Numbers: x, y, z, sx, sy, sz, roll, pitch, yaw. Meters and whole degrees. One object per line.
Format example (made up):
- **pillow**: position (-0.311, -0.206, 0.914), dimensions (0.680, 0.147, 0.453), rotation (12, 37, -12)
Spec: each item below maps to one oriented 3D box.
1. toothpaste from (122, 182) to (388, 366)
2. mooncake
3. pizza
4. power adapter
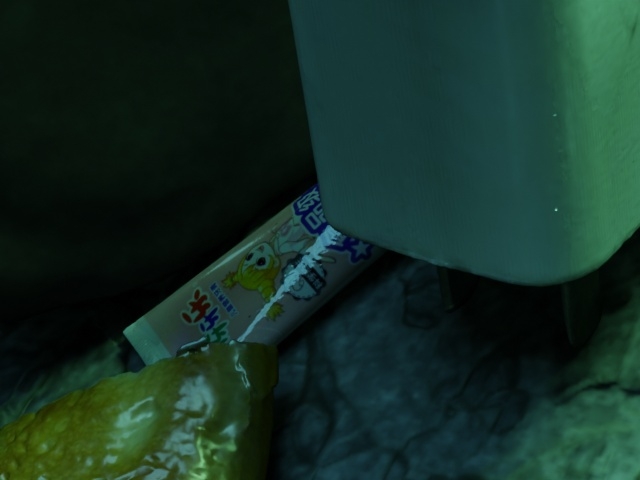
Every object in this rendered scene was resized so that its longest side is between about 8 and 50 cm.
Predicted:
- **toothpaste**: position (0.000, 0.000, 0.875), dimensions (0.194, 0.043, 0.067), rotation (-39, 49, -1)
- **mooncake**: position (-0.105, -0.116, 0.863), dimensions (0.306, 0.306, 0.154), rotation (-36, 46, -5)
- **pizza**: position (-0.110, 0.144, 0.792), dimensions (0.134, 0.056, 0.271), rotation (11, 59, 31)
- **power adapter**: position (0.072, -0.047, 0.767), dimensions (0.130, 0.205, 0.125), rotation (17, 42, 32)
